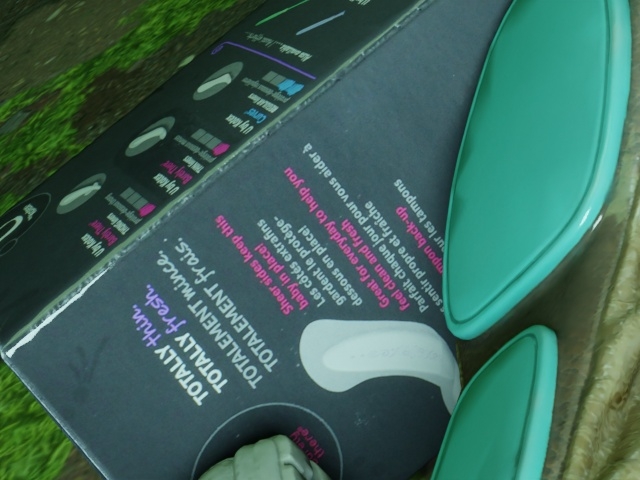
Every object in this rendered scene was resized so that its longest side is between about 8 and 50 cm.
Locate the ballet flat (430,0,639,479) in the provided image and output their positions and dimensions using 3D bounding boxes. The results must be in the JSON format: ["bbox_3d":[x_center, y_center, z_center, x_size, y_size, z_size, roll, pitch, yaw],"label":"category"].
[{"bbox_3d":[0.104,0.042,0.612,0.116,0.124,0.342,-45,22,40],"label":"ballet flat"}]

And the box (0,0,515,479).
[{"bbox_3d":[0.000,0.000,0.791,0.270,0.165,0.143,-40,23,-8],"label":"box"}]

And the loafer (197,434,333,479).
[{"bbox_3d":[-0.020,0.174,0.575,0.111,0.112,0.319,-40,16,9],"label":"loafer"}]
